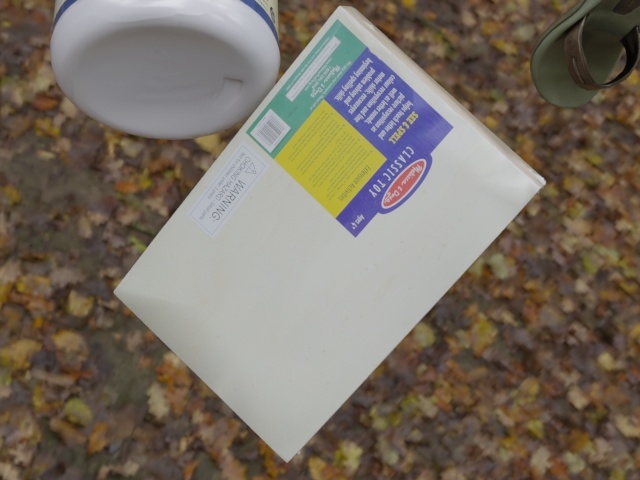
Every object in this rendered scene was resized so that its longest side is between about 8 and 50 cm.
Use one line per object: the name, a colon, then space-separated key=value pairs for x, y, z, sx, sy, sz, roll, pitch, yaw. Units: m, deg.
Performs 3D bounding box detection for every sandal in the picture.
sandal: x=0.349 y=-0.242 z=1.459 sx=0.120 sy=0.303 sz=0.086 roll=1 pitch=68 yaw=-12

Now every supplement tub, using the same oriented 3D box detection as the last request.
supplement tub: x=-0.162 y=-0.300 z=1.259 sx=0.235 sy=0.235 sz=0.325 roll=9 pitch=60 yaw=-19

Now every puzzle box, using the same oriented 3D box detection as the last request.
puzzle box: x=0.000 y=0.000 z=1.214 sx=0.272 sy=0.409 sz=0.052 roll=44 pitch=20 yaw=8
